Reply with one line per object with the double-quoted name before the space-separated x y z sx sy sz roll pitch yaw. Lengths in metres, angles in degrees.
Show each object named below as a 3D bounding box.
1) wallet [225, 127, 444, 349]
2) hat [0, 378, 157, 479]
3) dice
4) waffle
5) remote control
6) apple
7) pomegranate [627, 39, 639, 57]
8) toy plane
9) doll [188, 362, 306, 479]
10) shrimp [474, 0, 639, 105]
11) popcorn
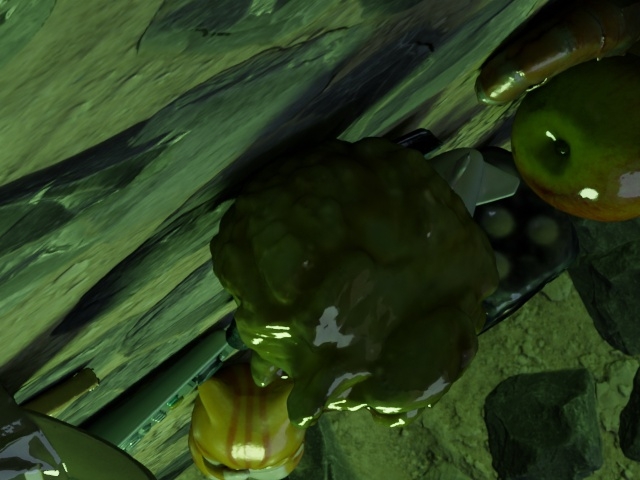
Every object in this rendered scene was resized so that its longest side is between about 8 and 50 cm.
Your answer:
"wallet" 0.000 0.000 1.965 0.191 0.046 0.379 -37 172 -19
"hat" -0.228 0.197 1.623 0.144 0.173 0.166 -43 173 -9
"dice" 0.191 0.006 2.421 0.183 0.181 0.182 -34 171 -19
"waffle" -0.270 0.175 1.848 0.097 0.023 0.152 -30 169 -42
"remote control" -0.210 0.199 2.220 0.293 0.051 0.103 -40 174 -4
"apple" 0.306 -0.114 2.180 0.196 0.196 0.196 -37 173 -5
"pomegranate" 0.444 -0.147 2.450 0.229 0.252 0.270 -28 -166 -5
"toy plane" 0.112 0.013 2.090 0.245 0.117 0.244 -155 -90 -85
"doll" -0.096 0.247 2.689 0.167 0.162 0.269 -6 175 -6
"shrimp" 0.242 -0.183 1.902 0.152 0.063 0.287 -40 170 37
"popcorn" 0.024 0.028 1.577 0.195 0.255 0.256 -17 157 30
